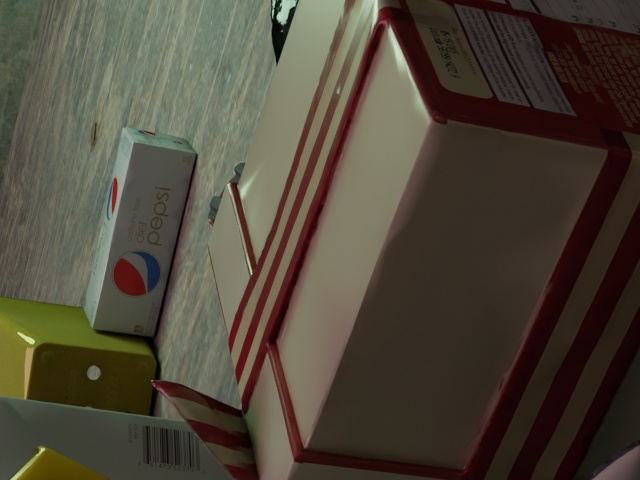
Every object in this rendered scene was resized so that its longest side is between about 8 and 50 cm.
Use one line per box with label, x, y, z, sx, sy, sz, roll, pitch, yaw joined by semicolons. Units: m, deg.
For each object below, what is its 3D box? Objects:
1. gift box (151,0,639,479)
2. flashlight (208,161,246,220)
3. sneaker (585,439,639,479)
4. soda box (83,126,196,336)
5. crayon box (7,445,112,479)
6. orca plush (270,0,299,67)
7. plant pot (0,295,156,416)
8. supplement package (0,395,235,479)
gift box;0.067;0.000;0.880;0.255;0.276;0.258;-100;25;-56
flashlight;0.000;0.000;1.324;0.304;0.103;0.103;-152;73;-71
sneaker;0.129;0.159;0.721;0.110;0.275;0.107;48;166;27
soda box;-0.198;-0.008;1.951;0.069;0.074;0.216;-131;53;-66
crayon box;-0.107;0.352;1.139;0.106;0.313;0.363;-53;-13;-57
orca plush;-0.012;-0.252;1.475;0.151;0.102;0.287;-156;76;-71
plant pot;-0.291;0.178;1.960;0.187;0.212;0.212;5;86;60
supplement package;-0.136;0.253;1.354;0.145;0.262;0.204;119;154;-45
